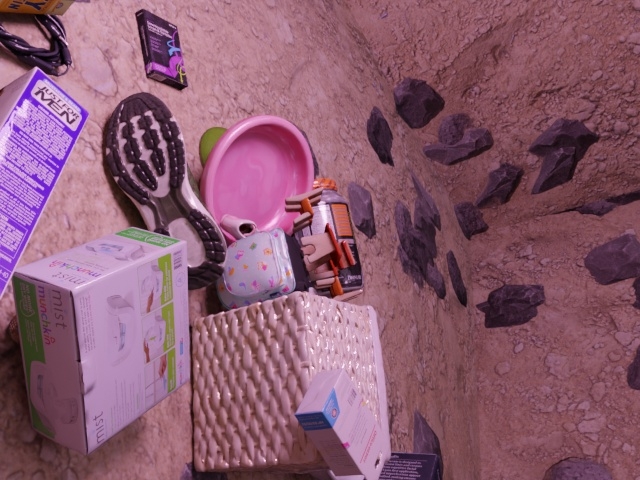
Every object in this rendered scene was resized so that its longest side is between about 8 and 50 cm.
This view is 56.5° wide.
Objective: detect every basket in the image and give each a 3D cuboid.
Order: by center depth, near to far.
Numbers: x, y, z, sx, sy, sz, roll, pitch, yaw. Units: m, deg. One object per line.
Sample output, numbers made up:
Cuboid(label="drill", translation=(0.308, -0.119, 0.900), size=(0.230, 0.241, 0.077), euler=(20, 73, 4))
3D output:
Cuboid(label="basket", translation=(-0.067, 0.303, 1.211), size=(0.266, 0.328, 0.331), euler=(22, 57, -52))

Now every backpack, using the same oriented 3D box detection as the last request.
Cuboid(label="backpack", translation=(-0.138, 0.075, 1.281), size=(0.144, 0.188, 0.166), euler=(25, 45, -58))

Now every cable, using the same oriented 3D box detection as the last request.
Cuboid(label="cable", translation=(-0.517, -0.382, 1.044), size=(0.184, 0.047, 0.151), euler=(26, 53, -55))

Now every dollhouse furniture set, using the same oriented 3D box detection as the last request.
Cuboid(label="dollhouse furniture set", translation=(0.022, 0.024, 1.422), size=(0.259, 0.135, 0.262), euler=(106, -36, -78))

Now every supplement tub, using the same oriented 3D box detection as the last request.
Cuboid(label="supplement tub", translation=(0.000, 0.000, 1.657), size=(0.193, 0.193, 0.316), euler=(10, 67, -61))

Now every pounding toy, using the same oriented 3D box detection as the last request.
Cuboid(label="pounding toy", translation=(-0.197, -0.184, 1.476), size=(0.183, 0.110, 0.237), euler=(13, 63, -60))

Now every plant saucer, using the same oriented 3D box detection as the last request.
Cuboid(label="plant saucer", translation=(-0.157, -0.132, 1.413), size=(0.332, 0.084, 0.332), euler=(-20, 118, -42))

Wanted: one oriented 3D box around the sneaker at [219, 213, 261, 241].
Cuboid(label="sneaker", translation=(-0.161, -0.015, 1.338), size=(0.134, 0.070, 0.051), euler=(34, 77, -50))

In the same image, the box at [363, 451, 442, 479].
Cuboid(label="box", translation=(0.181, 0.772, 1.479), size=(0.395, 0.212, 0.294), euler=(-48, 129, -60))

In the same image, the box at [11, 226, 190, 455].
Cuboid(label="box", translation=(-0.317, 0.141, 0.905), size=(0.231, 0.126, 0.262), euler=(-32, 130, -56))

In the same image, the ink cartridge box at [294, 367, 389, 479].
Cuboid(label="ink cartridge box", translation=(0.041, 0.320, 1.005), size=(0.181, 0.061, 0.104), euler=(60, 35, -18))

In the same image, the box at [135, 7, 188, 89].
Cuboid(label="box", translation=(-0.368, -0.444, 1.388), size=(0.116, 0.029, 0.162), euler=(4, 70, -62))

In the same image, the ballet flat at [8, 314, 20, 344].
Cuboid(label="ballet flat", translation=(-0.394, 0.124, 0.960), size=(0.206, 0.067, 0.073), euler=(-19, 91, -64))

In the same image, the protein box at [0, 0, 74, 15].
Cuboid(label="protein box", translation=(-0.515, -0.494, 0.967), size=(0.200, 0.136, 0.201), euler=(56, 28, -2))

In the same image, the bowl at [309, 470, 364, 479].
Cuboid(label="bowl", translation=(0.003, 0.455, 1.458), size=(0.298, 0.134, 0.298), euler=(41, 41, -49))

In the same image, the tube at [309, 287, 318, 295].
Cuboid(label="tube", translation=(-0.104, 0.137, 1.362), size=(0.080, 0.207, 0.052), euler=(47, 48, -44))

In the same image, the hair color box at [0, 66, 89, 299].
Cuboid(label="hair color box", translation=(-0.462, -0.063, 0.807), size=(0.110, 0.185, 0.339), euler=(47, 36, -39))

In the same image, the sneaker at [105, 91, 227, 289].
Cuboid(label="sneaker", translation=(-0.313, -0.098, 1.228), size=(0.182, 0.158, 0.410), euler=(-175, -114, -85))
